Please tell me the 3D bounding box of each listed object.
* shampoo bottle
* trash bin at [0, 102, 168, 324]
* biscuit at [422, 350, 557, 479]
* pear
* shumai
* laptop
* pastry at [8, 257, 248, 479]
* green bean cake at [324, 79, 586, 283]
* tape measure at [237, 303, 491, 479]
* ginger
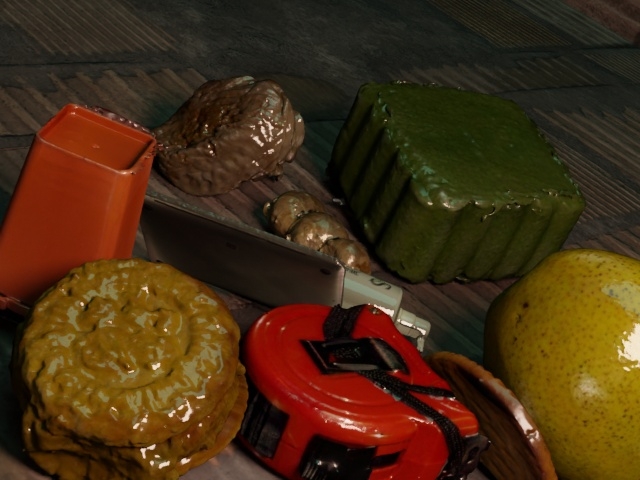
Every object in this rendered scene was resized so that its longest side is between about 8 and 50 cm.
[{"bbox_3d":[0.019,0.071,1.502,0.262,0.085,0.085,22,28,-2],"label":"shampoo bottle"},{"bbox_3d":[-0.264,-0.013,1.285,0.184,0.239,0.161,24,28,-2],"label":"trash bin"},{"bbox_3d":[0.199,0.228,1.327,0.031,0.176,0.229,-28,91,-26],"label":"biscuit"},{"bbox_3d":[0.327,0.146,1.376,0.294,0.294,0.294,17,28,-9],"label":"pear"},{"bbox_3d":[-0.123,-0.134,1.737,0.184,0.218,0.185,55,4,41],"label":"shumai"},{"bbox_3d":[-0.098,0.027,1.396,0.269,0.188,0.015,20,63,9],"label":"laptop"},{"bbox_3d":[-0.196,0.129,1.152,0.240,0.132,0.235,19,41,19],"label":"pastry"},{"bbox_3d":[0.197,-0.080,1.783,0.335,0.218,0.319,0,42,-24],"label":"green bean cake"},{"bbox_3d":[0.024,0.175,1.290,0.260,0.114,0.253,1,34,-35],"label":"tape measure"},{"bbox_3d":[0.000,0.000,1.618,0.104,0.080,0.204,7,29,-37],"label":"ginger"}]
